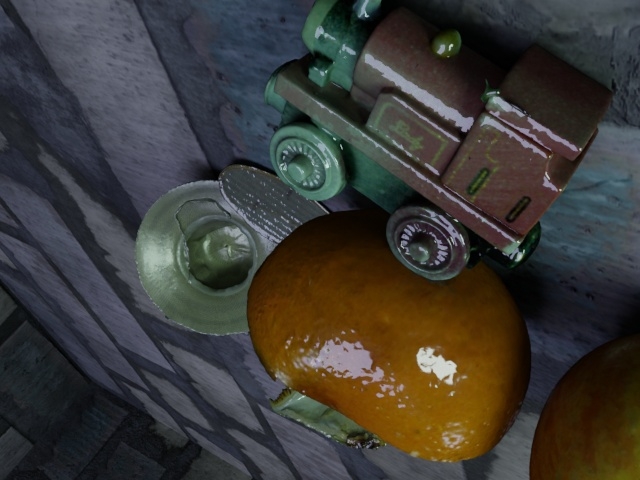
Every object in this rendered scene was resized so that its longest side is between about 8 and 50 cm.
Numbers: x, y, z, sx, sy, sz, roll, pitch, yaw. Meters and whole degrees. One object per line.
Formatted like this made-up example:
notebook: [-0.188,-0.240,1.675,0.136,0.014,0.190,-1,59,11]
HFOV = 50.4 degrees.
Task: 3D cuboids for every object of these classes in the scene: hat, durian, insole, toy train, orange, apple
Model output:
hat: [-0.155,0.020,1.080,0.252,0.252,0.110,41,-167,-4]
durian: [0.034,0.307,1.262,0.252,0.139,0.144,24,153,24]
insole: [0.000,0.000,0.958,0.348,0.009,0.119,35,134,4]
toy train: [0.087,-0.105,0.619,0.304,0.150,0.221,35,141,9]
orange: [0.079,0.089,0.771,0.310,0.274,0.274,12,142,31]
apple: [0.337,0.241,0.640,0.301,0.301,0.301,28,150,18]
